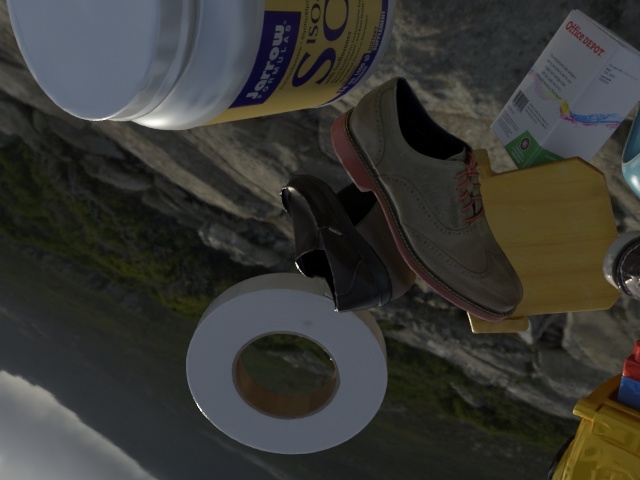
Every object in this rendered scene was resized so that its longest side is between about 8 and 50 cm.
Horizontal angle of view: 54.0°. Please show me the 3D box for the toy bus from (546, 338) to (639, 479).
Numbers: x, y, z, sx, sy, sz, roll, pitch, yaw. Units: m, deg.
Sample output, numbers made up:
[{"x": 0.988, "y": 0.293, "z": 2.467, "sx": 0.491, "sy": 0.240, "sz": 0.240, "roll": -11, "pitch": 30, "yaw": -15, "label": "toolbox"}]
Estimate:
[{"x": 0.339, "y": 0.186, "z": 0.625, "sx": 0.220, "sy": 0.211, "sz": 0.149, "roll": -11, "pitch": -159, "yaw": -42, "label": "toy bus"}]

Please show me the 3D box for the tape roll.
[{"x": -0.063, "y": 0.245, "z": 1.223, "sx": 0.392, "sy": 0.392, "sz": 0.072, "roll": 36, "pitch": -159, "yaw": -12, "label": "tape roll"}]

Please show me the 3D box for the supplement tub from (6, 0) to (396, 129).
[{"x": -0.100, "y": -0.240, "z": 0.624, "sx": 0.241, "sy": 0.331, "sz": 0.241, "roll": 13, "pitch": 113, "yaw": 33, "label": "supplement tub"}]

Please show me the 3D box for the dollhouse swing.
[{"x": 0.421, "y": -0.025, "z": 1.298, "sx": 0.305, "sy": 0.315, "sz": 0.346, "roll": -15, "pitch": 103, "yaw": 17, "label": "dollhouse swing"}]

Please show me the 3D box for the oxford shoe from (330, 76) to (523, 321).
[{"x": 0.157, "y": -0.048, "z": 0.800, "sx": 0.348, "sy": 0.123, "sz": 0.130, "roll": 50, "pitch": 136, "yaw": -2, "label": "oxford shoe"}]

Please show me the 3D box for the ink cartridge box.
[{"x": 0.477, "y": -0.268, "z": 1.203, "sx": 0.117, "sy": 0.201, "sz": 0.278, "roll": 19, "pitch": 122, "yaw": -19, "label": "ink cartridge box"}]

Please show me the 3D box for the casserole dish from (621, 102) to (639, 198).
[{"x": 0.257, "y": -0.103, "z": 0.428, "sx": 0.037, "sy": 0.188, "sz": 0.114, "roll": 31, "pitch": 148, "yaw": 4, "label": "casserole dish"}]

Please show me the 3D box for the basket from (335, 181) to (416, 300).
[{"x": 0.106, "y": 0.015, "z": 1.369, "sx": 0.154, "sy": 0.204, "sz": 0.227, "roll": -1, "pitch": 132, "yaw": 43, "label": "basket"}]

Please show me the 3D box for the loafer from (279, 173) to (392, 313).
[{"x": 0.000, "y": 0.000, "z": 0.754, "sx": 0.220, "sy": 0.078, "sz": 0.080, "roll": 52, "pitch": 158, "yaw": 39, "label": "loafer"}]

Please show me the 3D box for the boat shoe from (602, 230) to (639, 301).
[{"x": 0.533, "y": 0.078, "z": 0.820, "sx": 0.324, "sy": 0.116, "sz": 0.096, "roll": 21, "pitch": -169, "yaw": -12, "label": "boat shoe"}]
